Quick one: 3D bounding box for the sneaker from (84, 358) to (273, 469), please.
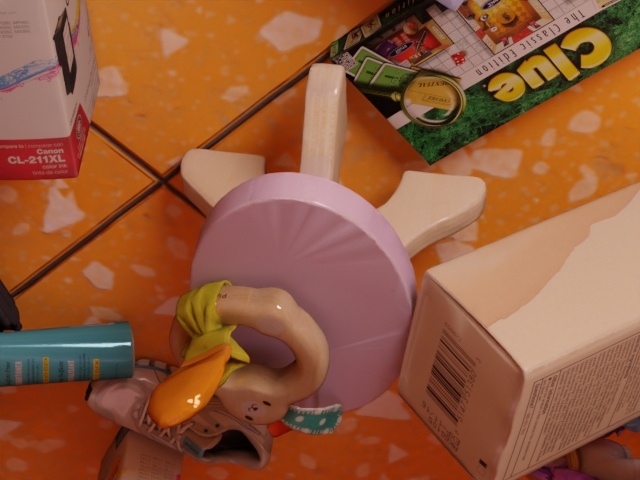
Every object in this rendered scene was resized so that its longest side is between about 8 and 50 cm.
[{"bbox_3d":[-0.129,0.170,1.459,0.191,0.083,0.071,15,115,-11],"label":"sneaker"}]

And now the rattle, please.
[{"bbox_3d":[-0.050,0.136,1.179,0.130,0.142,0.199,-9,134,3],"label":"rattle"}]

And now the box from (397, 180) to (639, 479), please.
[{"bbox_3d":[0.225,0.057,1.207,0.311,0.121,0.148,-20,140,-30],"label":"box"}]

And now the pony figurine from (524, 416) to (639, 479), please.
[{"bbox_3d":[0.351,0.248,1.351,0.364,0.351,0.302,-1,111,1],"label":"pony figurine"}]

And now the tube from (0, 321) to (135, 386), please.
[{"bbox_3d":[-0.275,0.107,1.404,0.207,0.052,0.080,-4,135,-13],"label":"tube"}]

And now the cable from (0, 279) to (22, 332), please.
[{"bbox_3d":[-0.361,0.052,1.380,0.151,0.047,0.184,-19,139,5],"label":"cable"}]

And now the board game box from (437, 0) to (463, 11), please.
[{"bbox_3d":[0.051,-0.275,1.062,0.211,0.039,0.160,29,126,-14],"label":"board game box"}]

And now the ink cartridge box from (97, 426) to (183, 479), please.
[{"bbox_3d":[-0.182,0.263,1.487,0.062,0.181,0.104,20,130,-14],"label":"ink cartridge box"}]

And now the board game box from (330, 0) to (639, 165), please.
[{"bbox_3d":[0.150,-0.164,1.181,0.260,0.030,0.136,-30,126,27],"label":"board game box"}]

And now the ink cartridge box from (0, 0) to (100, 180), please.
[{"bbox_3d":[-0.218,-0.150,1.147,0.072,0.127,0.175,0,133,3],"label":"ink cartridge box"}]

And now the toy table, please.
[{"bbox_3d":[0.000,0.000,1.231,0.252,0.160,0.274,13,141,-1],"label":"toy table"}]
